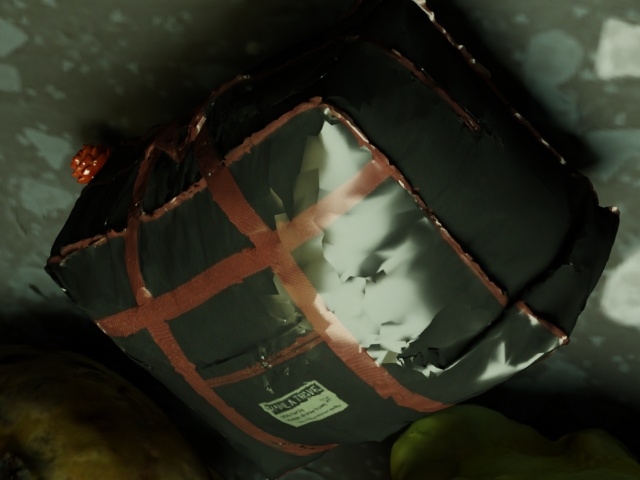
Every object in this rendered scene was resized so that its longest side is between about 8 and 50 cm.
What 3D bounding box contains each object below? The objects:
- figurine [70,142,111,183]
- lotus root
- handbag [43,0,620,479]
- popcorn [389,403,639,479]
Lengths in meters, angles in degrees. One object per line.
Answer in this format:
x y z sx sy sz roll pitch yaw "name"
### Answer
-0.094 -0.004 0.951 0.060 0.047 0.106 31 151 23 "figurine"
-0.118 0.162 0.988 0.291 0.193 0.193 43 162 52 "lotus root"
0.000 0.000 0.828 0.215 0.155 0.169 -29 113 40 "handbag"
0.154 0.207 0.917 0.321 0.290 0.325 8 119 -41 "popcorn"
